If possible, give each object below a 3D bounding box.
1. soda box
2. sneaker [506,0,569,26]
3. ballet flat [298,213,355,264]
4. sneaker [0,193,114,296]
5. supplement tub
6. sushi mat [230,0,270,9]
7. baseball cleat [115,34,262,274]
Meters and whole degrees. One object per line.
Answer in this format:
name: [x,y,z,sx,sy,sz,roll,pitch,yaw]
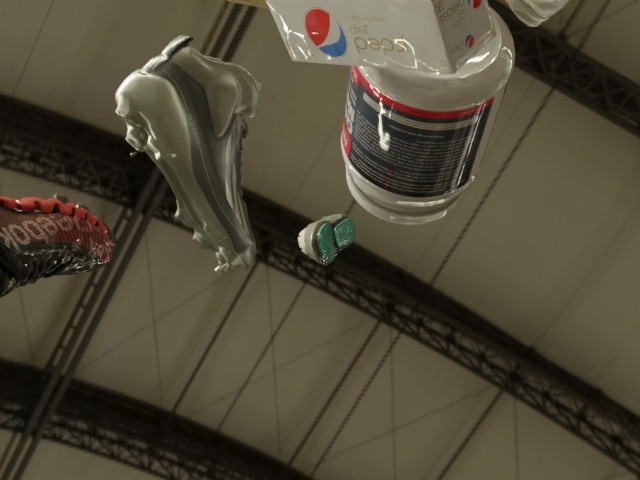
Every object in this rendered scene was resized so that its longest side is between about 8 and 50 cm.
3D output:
soda box: [0.051,-0.208,0.824,0.069,0.216,0.074,-43,-53,-26]
sneaker: [0.237,-0.325,1.043,0.094,0.080,0.212,-25,-22,36]
ballet flat: [0.000,0.000,1.448,0.068,0.213,0.072,-6,-84,18]
sneaker: [-0.323,0.012,0.931,0.098,0.135,0.276,-32,-27,23]
supplement tub: [0.126,-0.164,1.127,0.191,0.191,0.272,-8,-33,-10]
sushi mat: [-0.027,-0.380,1.248,0.019,0.316,0.151,47,-70,6]
baseball cleat: [-0.072,-0.060,0.665,0.109,0.072,0.206,-47,-34,-17]
